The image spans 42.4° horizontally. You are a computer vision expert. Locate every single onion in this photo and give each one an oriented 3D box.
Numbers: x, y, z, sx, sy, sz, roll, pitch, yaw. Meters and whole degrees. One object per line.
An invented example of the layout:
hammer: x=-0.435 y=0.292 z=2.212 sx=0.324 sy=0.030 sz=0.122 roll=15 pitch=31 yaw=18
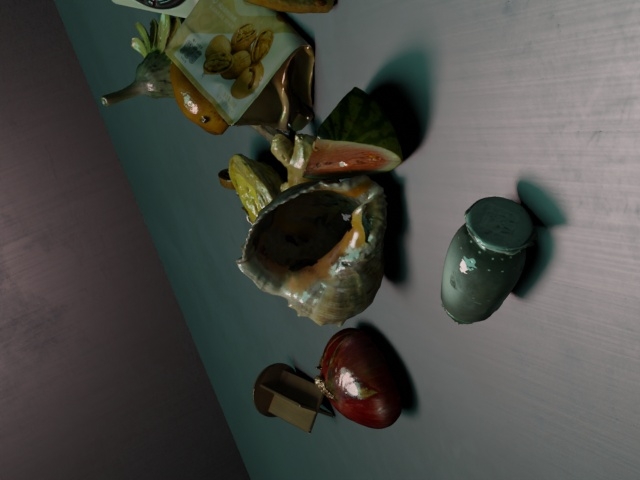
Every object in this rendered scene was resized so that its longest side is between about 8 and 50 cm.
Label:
onion: x=0.085 y=0.316 z=1.853 sx=0.248 sy=0.161 sz=0.248 roll=52 pitch=177 yaw=4

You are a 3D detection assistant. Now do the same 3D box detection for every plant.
plant: x=-0.396 y=-0.404 z=2.134 sx=0.305 sy=0.297 sz=0.261 roll=20 pitch=165 yaw=41

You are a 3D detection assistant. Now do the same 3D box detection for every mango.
mango: x=-0.272 y=-0.373 z=1.924 sx=0.136 sy=0.166 sz=0.236 roll=-28 pitch=61 yaw=28

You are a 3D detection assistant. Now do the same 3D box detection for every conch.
conch: x=-0.004 y=-0.009 z=1.562 sx=0.210 sy=0.297 sz=0.352 roll=-110 pitch=35 yaw=-54

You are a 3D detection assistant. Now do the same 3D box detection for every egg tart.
egg tart: x=-0.132 y=-0.094 z=1.983 sx=0.279 sy=0.095 sz=0.279 roll=55 pitch=163 yaw=26

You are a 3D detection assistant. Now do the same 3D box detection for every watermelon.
watermelon: x=0.053 y=-0.185 z=1.375 sx=0.303 sy=0.159 sz=0.129 roll=129 pitch=138 yaw=-82

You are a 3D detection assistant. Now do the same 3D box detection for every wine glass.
wine glass: x=0.238 y=0.032 z=1.203 sx=0.111 sy=0.111 sz=0.204 roll=53 pitch=156 yaw=28

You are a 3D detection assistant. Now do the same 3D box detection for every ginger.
ginger: x=-0.029 y=-0.104 z=1.725 sx=0.117 sy=0.065 sz=0.299 roll=6 pitch=137 yaw=14

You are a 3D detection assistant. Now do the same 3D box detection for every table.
table: x=-0.071 y=0.466 z=2.403 sx=0.226 sy=0.167 sz=0.167 roll=12 pitch=125 yaw=54

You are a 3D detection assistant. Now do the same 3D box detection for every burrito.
burrito: x=-0.104 y=-0.228 z=1.750 sx=0.171 sy=0.042 sz=0.051 roll=35 pitch=177 yaw=-41

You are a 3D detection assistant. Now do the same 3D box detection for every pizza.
pizza: x=-0.060 y=-0.443 z=1.383 sx=0.062 sy=0.182 sz=0.161 roll=114 pitch=169 yaw=-48

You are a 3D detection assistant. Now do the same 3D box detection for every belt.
belt: x=-0.234 y=-0.163 z=2.188 sx=0.083 sy=0.059 sz=0.036 roll=25 pitch=138 yaw=43

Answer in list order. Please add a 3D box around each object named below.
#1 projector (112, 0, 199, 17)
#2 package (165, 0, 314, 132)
projector: x=-0.374 y=-0.621 z=1.809 sx=0.257 sy=0.079 sz=0.259 roll=15 pitch=139 yaw=17
package: x=-0.137 y=-0.358 z=1.658 sx=0.311 sy=0.221 sz=0.165 roll=47 pitch=-167 yaw=35
